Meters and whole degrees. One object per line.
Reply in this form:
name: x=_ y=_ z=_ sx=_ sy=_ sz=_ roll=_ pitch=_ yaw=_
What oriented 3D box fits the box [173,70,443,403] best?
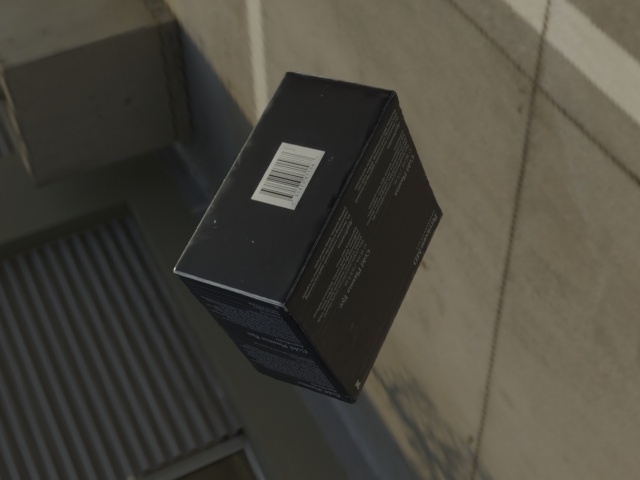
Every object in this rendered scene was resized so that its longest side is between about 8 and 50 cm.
box: x=0.000 y=0.000 z=1.482 sx=0.179 sy=0.343 sz=0.312 roll=15 pitch=155 yaw=28
